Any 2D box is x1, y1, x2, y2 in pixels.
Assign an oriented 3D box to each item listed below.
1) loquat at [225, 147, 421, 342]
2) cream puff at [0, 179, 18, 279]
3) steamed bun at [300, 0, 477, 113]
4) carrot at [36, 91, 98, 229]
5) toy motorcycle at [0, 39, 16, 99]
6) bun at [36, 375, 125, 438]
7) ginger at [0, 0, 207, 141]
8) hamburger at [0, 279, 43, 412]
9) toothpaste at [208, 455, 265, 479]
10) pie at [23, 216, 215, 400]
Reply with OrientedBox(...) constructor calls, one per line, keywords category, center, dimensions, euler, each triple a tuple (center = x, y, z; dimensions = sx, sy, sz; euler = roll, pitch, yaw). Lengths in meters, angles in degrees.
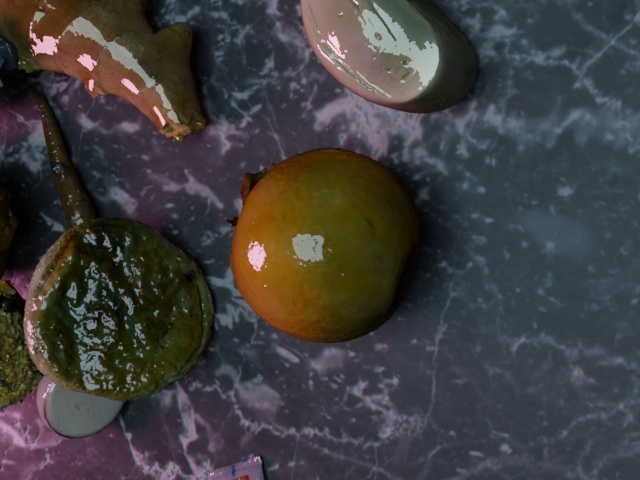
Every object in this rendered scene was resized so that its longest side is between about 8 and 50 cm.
OrientedBox(category="loquat", center=(0.000, 0.000, 1.746), dimensions=(0.274, 0.275, 0.275), euler=(1, 93, 20))
OrientedBox(category="cream puff", center=(-0.566, -0.027, 1.977), dimensions=(0.244, 0.196, 0.244), euler=(1, 92, 21))
OrientedBox(category="steamed bun", center=(0.077, -0.267, 1.733), dimensions=(0.250, 0.200, 0.155), euler=(44, 106, 16))
OrientedBox(category="carrot", center=(-0.392, -0.111, 1.996), dimensions=(0.049, 0.049, 0.255), euler=(-24, 80, 19))
OrientedBox(category="toy motorcycle", center=(-0.556, -0.261, 1.971), dimensions=(0.272, 0.123, 0.182), euler=(-4, 105, 53))
OrientedBox(category="bun", center=(-0.368, 0.222, 1.968), dimensions=(0.094, 0.138, 0.138), euler=(38, 107, 52))
OrientedBox(category="ginger", center=(-0.300, -0.312, 1.931), dimensions=(0.375, 0.166, 0.236), euler=(29, 72, -3))
OrientedBox(category="hamburger", center=(-0.505, 0.171, 1.937), dimensions=(0.261, 0.243, 0.139), euler=(-28, 52, 0))
OrientedBox(category="toothpaste", center=(-0.097, 0.440, 1.912), dimensions=(0.089, 0.057, 0.234), euler=(-20, 79, 18))
OrientedBox(category="pie", center=(-0.292, 0.105, 1.890), dimensions=(0.276, 0.078, 0.277), euler=(1, 82, -9))
